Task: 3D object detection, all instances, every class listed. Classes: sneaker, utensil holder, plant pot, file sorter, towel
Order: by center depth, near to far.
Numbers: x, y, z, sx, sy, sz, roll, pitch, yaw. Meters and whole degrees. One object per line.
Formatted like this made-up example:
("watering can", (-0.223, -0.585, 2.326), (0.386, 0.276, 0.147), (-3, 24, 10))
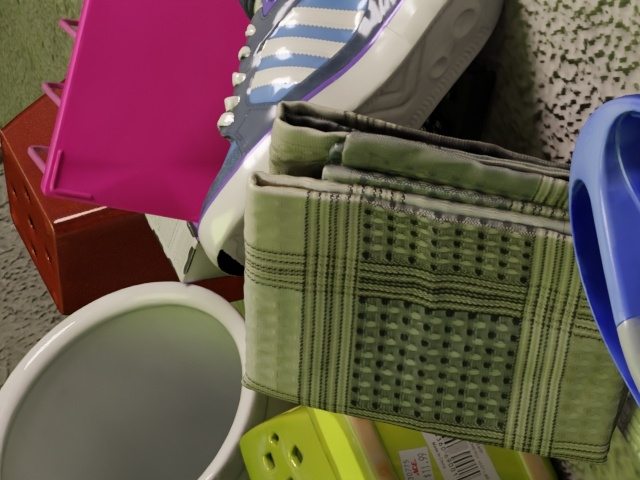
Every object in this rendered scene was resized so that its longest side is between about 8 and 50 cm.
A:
("towel", (0.095, 0.047, 1.460), (0.324, 0.312, 0.056), (96, -171, -48))
("sneaker", (-0.031, -0.153, 1.555), (0.236, 0.323, 0.130), (42, 180, 31))
("plant pot", (0.086, 0.219, 1.767), (0.228, 0.227, 0.207), (66, 155, 14))
("file sorter", (-0.158, -0.186, 1.901), (0.182, 0.202, 0.291), (-140, 63, -65))
("utensil holder", (-0.127, 0.286, 2.099), (0.327, 0.327, 0.385), (49, 177, 47))
("plant pot", (-0.251, -0.059, 2.409), (0.267, 0.235, 0.267), (57, 158, 32))

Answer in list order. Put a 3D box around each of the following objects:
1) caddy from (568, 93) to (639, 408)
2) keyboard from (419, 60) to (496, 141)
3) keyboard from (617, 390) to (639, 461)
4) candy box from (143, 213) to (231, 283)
("caddy", (0.265, 0.061, 1.138), (0.341, 0.179, 0.241), (63, 162, 19))
("keyboard", (0.095, -0.029, 1.679), (0.201, 0.033, 0.317), (41, 141, 28))
("keyboard", (0.267, 0.166, 1.507), (0.256, 0.014, 0.072), (60, 160, 27))
("candy box", (-0.108, -0.056, 2.097), (0.196, 0.164, 0.070), (58, 142, 34))
